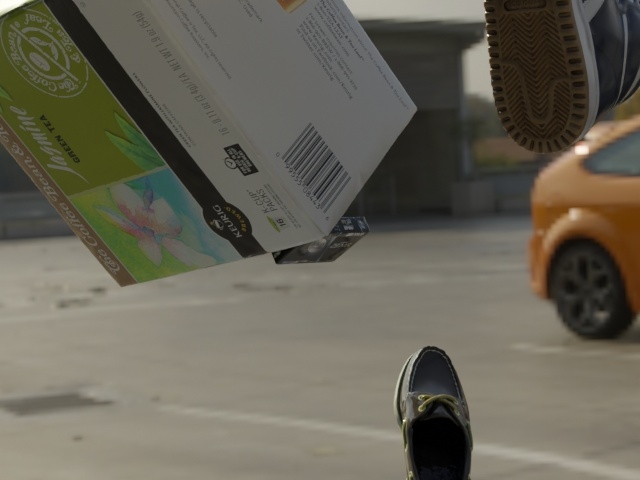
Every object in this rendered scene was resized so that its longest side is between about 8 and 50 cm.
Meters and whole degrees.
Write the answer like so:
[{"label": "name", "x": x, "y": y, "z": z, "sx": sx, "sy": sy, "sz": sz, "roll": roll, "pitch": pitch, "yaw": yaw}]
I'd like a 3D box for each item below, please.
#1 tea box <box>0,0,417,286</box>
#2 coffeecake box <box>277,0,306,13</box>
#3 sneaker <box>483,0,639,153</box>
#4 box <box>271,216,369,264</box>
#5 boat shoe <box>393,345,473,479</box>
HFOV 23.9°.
[{"label": "tea box", "x": -0.146, "y": -0.160, "z": 1.520, "sx": 0.323, "sy": 0.329, "sz": 0.220, "roll": -14, "pitch": 31, "yaw": 45}, {"label": "coffeecake box", "x": -0.048, "y": -0.278, "z": 1.098, "sx": 0.068, "sy": 0.185, "sz": 0.142, "roll": -32, "pitch": 23, "yaw": 27}, {"label": "sneaker", "x": 0.188, "y": -0.218, "z": 1.134, "sx": 0.099, "sy": 0.282, "sz": 0.153, "roll": 6, "pitch": 18, "yaw": 32}, {"label": "box", "x": 0.000, "y": 0.000, "z": 1.563, "sx": 0.083, "sy": 0.018, "sz": 0.067, "roll": -2, "pitch": -28, "yaw": -44}, {"label": "boat shoe", "x": 0.124, "y": 0.203, "z": 1.589, "sx": 0.081, "sy": 0.228, "sz": 0.069, "roll": 6, "pitch": -36, "yaw": -9}]
